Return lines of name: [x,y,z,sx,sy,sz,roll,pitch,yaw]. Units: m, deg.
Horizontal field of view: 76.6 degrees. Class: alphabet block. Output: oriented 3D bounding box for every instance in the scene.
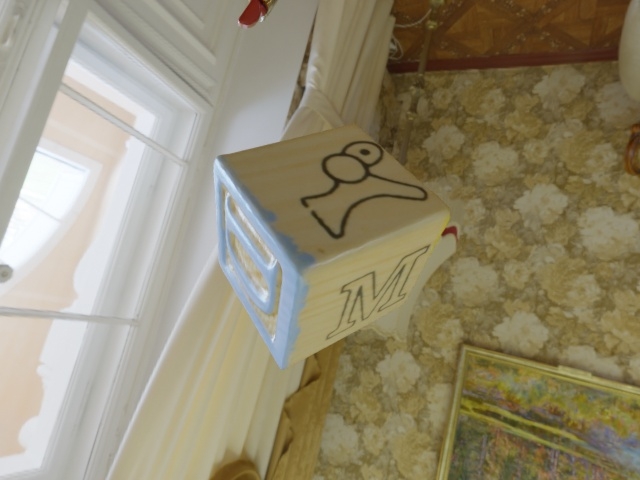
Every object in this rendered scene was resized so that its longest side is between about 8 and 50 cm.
alphabet block: [0.000,0.000,0.496,0.197,0.192,0.194,-20,146,-28]

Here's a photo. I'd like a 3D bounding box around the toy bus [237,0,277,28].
toy bus: [-0.077,-0.382,0.519,0.104,0.191,0.202,35,127,-21]
